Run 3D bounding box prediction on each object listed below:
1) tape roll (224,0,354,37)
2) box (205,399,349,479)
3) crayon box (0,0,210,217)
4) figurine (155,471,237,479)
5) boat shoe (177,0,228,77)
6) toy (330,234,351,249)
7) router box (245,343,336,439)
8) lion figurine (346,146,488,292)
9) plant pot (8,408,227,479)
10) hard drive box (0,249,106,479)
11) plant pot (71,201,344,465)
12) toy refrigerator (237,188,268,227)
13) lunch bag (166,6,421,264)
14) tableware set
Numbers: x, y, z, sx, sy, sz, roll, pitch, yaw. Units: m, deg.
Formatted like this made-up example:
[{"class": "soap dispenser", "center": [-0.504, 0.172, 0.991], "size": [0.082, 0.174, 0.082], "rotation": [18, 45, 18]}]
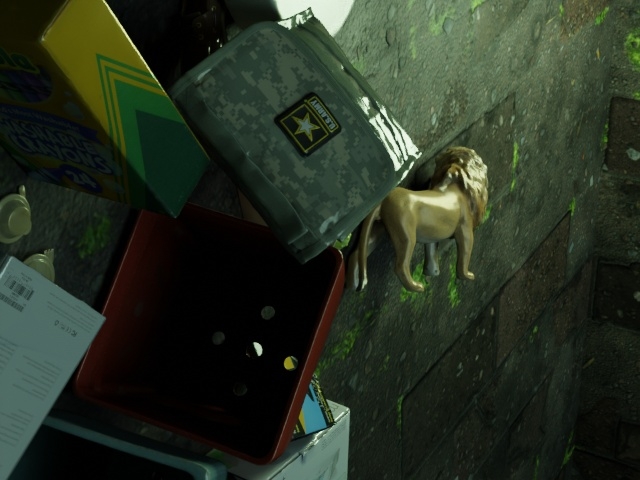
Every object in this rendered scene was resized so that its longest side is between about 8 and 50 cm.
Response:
[{"class": "tape roll", "center": [-0.028, -0.441, 1.397], "size": [0.392, 0.072, 0.392], "rotation": [7, 90, -68]}, {"class": "box", "center": [-0.068, 0.401, 1.723], "size": [0.262, 0.126, 0.231], "rotation": [-31, 129, -52]}, {"class": "crayon box", "center": [-0.263, -0.158, 1.032], "size": [0.083, 0.203, 0.323], "rotation": [-62, 148, -23]}, {"class": "figurine", "center": [-0.132, 0.430, 1.535], "size": [0.092, 0.209, 0.215], "rotation": [-21, 121, -56]}, {"class": "boat shoe", "center": [-0.151, -0.261, 1.338], "size": [0.060, 0.064, 0.178], "rotation": [7, 91, -56]}, {"class": "toy", "center": [0.000, 0.000, 1.642], "size": [0.056, 0.137, 0.237], "rotation": [37, 69, -32]}, {"class": "router box", "center": [-0.057, 0.211, 1.635], "size": [0.133, 0.046, 0.179], "rotation": [-3, 65, -60]}, {"class": "lion figurine", "center": [0.180, -0.041, 1.957], "size": [0.392, 0.142, 0.240], "rotation": [-12, 106, -54]}, {"class": "plant pot", "center": [-0.243, 0.336, 1.279], "size": [0.252, 0.247, 0.248], "rotation": [30, 75, -79]}, {"class": "hard drive box", "center": [-0.350, 0.131, 1.098], "size": [0.232, 0.089, 0.181], "rotation": [-60, 149, -12]}, {"class": "plant pot", "center": [-0.112, 0.125, 1.400], "size": [0.236, 0.267, 0.267], "rotation": [49, 60, -72]}, {"class": "toy refrigerator", "center": [-0.059, -0.129, 1.518], "size": [0.094, 0.102, 0.269], "rotation": [-48, 141, -41]}, {"class": "lunch bag", "center": [-0.029, -0.118, 1.220], "size": [0.235, 0.169, 0.287], "rotation": [51, 23, -4]}, {"class": "tableware set", "center": [-0.347, 0.030, 1.161], "size": [0.168, 0.020, 0.141], "rotation": [-38, 135, -47]}]
